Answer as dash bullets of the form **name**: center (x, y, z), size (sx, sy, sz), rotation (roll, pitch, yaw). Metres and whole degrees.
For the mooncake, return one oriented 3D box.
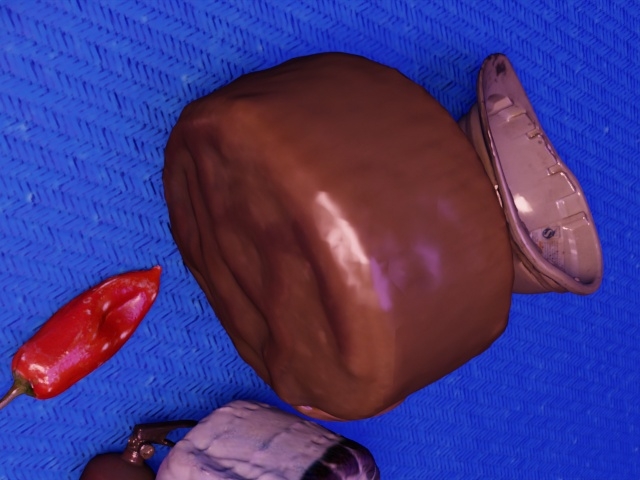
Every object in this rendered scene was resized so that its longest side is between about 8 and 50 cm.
- **mooncake**: center (0.000, 0.000, 0.779), size (0.156, 0.284, 0.284), rotation (-29, 122, -27)

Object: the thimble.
- **thimble**: center (-0.057, 0.257, 0.878), size (0.237, 0.150, 0.237), rotation (-44, 144, -44)

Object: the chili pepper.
- **chili pepper**: center (-0.196, 0.082, 0.811), size (0.191, 0.050, 0.059), rotation (-42, 111, -28)

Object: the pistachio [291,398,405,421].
- **pistachio**: center (0.033, 0.111, 0.951), size (0.126, 0.108, 0.185), rotation (55, 37, 2)

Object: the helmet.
- **helmet**: center (0.164, -0.042, 0.995), size (0.257, 0.137, 0.204), rotation (57, 32, -19)

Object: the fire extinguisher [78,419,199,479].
- **fire extinguisher**: center (-0.191, 0.272, 0.871), size (0.089, 0.072, 0.267), rotation (23, 92, -32)
